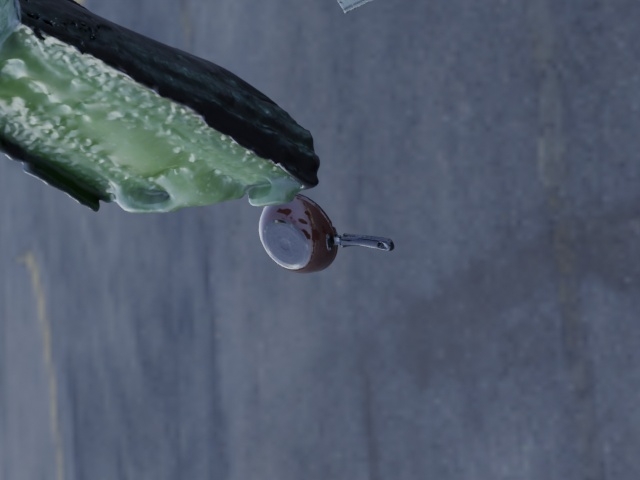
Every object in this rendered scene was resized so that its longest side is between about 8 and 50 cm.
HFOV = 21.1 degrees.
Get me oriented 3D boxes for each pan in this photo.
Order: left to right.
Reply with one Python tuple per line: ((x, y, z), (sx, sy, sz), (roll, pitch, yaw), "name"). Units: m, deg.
((0.000, 0.000, 1.296), (0.023, 0.115, 0.068), (-43, -48, -48), "pan")

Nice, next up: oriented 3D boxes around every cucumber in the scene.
((-0.105, -0.075, 0.911), (0.115, 0.193, 0.085), (-21, 58, 40), "cucumber")

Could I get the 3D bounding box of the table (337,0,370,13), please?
((0.092, -0.316, 1.495), (0.122, 0.240, 0.111), (-18, 112, 43), "table")
